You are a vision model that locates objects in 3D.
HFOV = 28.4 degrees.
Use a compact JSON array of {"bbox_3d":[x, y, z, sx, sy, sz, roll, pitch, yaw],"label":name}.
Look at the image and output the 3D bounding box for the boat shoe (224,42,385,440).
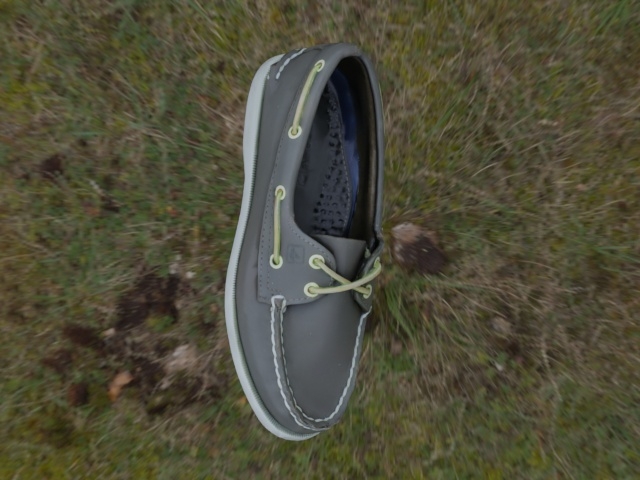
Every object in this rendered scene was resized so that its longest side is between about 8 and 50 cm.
[{"bbox_3d":[-0.004,0.000,0.964,0.109,0.091,0.305,5,83,-34],"label":"boat shoe"}]
